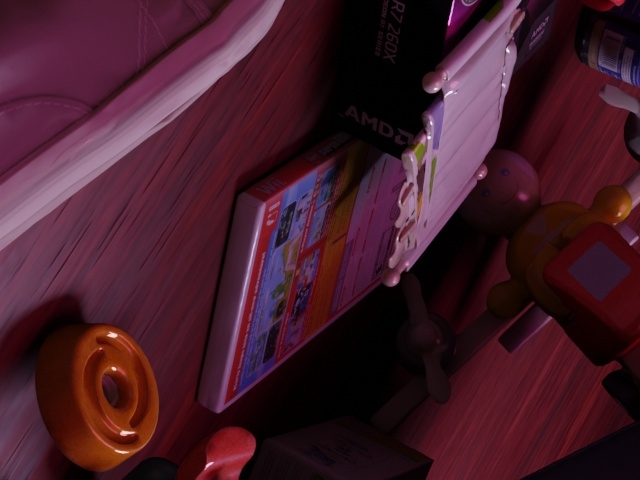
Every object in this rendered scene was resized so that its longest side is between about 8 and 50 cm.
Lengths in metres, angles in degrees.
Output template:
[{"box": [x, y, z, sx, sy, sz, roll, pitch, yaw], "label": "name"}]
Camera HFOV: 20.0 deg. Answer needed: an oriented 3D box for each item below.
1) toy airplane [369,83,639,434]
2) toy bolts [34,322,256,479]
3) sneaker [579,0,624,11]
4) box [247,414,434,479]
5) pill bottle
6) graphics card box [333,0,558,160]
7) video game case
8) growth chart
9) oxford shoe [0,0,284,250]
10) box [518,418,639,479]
[{"box": [0.236, 0.012, 1.830, 0.384, 0.272, 0.386, -31, -162, 44], "label": "toy airplane"}, {"box": [-0.160, 0.177, 1.262, 0.228, 0.158, 0.218, 5, 70, -58], "label": "toy bolts"}, {"box": [0.311, -0.280, 1.729, 0.118, 0.107, 0.279, -51, 180, -11], "label": "sneaker"}, {"box": [0.012, 0.246, 1.718, 0.203, 0.103, 0.114, -5, 118, -66], "label": "box"}, {"box": [0.395, -0.206, 1.934, 0.123, 0.219, 0.122, -50, 155, -33], "label": "pill bottle"}, {"box": [0.124, -0.262, 1.394, 0.233, 0.094, 0.371, -45, 156, -41], "label": "graphics card box"}, {"box": [0.000, 0.000, 1.514, 0.285, 0.025, 0.204, -36, 147, -51], "label": "video game case"}, {"box": [0.105, -0.080, 1.426, 0.172, 0.021, 0.237, -45, 156, -37], "label": "growth chart"}, {"box": [-0.156, -0.094, 0.883, 0.449, 0.169, 0.130, -45, 116, -44], "label": "oxford shoe"}, {"box": [0.213, 0.382, 1.673, 0.480, 0.297, 0.472, -24, 164, -15], "label": "box"}]
